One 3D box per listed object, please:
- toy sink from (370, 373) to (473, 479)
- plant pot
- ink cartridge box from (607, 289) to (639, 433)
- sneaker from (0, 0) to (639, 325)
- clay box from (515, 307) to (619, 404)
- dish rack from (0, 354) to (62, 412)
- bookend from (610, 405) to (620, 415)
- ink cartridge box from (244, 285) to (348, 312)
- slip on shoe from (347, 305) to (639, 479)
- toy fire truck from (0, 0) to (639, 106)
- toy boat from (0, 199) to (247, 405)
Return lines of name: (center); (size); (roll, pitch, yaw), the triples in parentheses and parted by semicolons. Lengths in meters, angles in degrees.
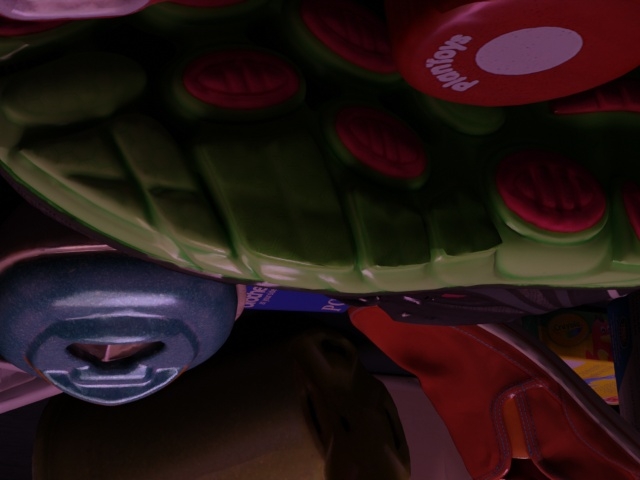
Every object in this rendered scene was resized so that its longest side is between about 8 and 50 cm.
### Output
toy sink: (0.084, 0.222, 1.754); (0.234, 0.131, 0.153); (7, 159, -30)
plant pot: (-0.069, 0.204, 1.530); (0.254, 0.276, 0.276); (-26, 153, 24)
ink cartridge box: (0.354, 0.094, 1.372); (0.168, 0.171, 0.233); (1, 160, -12)
sneaker: (0.016, -0.024, 0.946); (0.482, 0.185, 0.202); (11, 152, -35)
clay box: (0.247, 0.108, 1.574); (0.222, 0.053, 0.127); (7, 158, -33)
dish rack: (-0.397, 0.102, 1.403); (0.332, 0.072, 0.285); (-19, 155, 39)
bookend: (0.294, 0.189, 1.791); (0.157, 0.072, 0.156); (-8, 160, 14)
ink cartridge box: (0.000, 0.000, 1.222); (0.097, 0.046, 0.207); (3, 160, -16)
slip on shoe: (0.146, 0.143, 1.360); (0.331, 0.101, 0.123); (41, 156, 1)
toy fire truck: (-0.008, -0.156, 0.553); (0.253, 0.169, 0.302); (-6, 162, -5)
toy boat: (-0.210, 0.060, 1.198); (0.318, 0.148, 0.267); (-2, 161, -5)
